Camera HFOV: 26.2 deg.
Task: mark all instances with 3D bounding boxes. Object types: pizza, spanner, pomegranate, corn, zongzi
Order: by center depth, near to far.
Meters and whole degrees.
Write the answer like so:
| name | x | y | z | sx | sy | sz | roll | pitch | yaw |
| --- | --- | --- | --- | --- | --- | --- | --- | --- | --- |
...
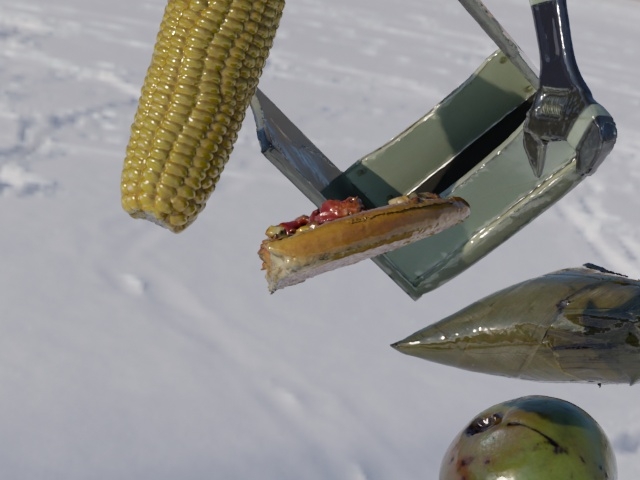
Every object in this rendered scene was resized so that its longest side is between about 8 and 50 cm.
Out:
| name | x | y | z | sx | sy | sz | roll | pitch | yaw |
| --- | --- | --- | --- | --- | --- | --- | --- | --- | --- |
| pizza | 0.000 | 0.000 | 1.109 | 0.201 | 0.053 | 0.193 | -16 | -6 | -45 |
| spanner | 0.185 | -0.202 | 1.156 | 0.024 | 0.316 | 0.087 | 1 | -14 | -39 |
| corn | -0.095 | -0.156 | 1.192 | 0.106 | 0.305 | 0.106 | 16 | 0 | 0 |
| pomegranate | 0.218 | 0.247 | 1.354 | 0.210 | 0.179 | 0.179 | 38 | -4 | -33 |
| zongzi | 0.315 | 0.135 | 1.920 | 0.360 | 0.160 | 0.323 | -8 | 5 | -19 |

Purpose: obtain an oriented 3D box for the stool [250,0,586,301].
| name | x | y | z | sx | sy | sz | roll | pitch | yaw |
| --- | --- | --- | --- | --- | --- | --- | --- | --- | --- |
| stool | 0.099 | -0.123 | 1.387 | 0.269 | 0.243 | 0.170 | 44 | 14 | -34 |
